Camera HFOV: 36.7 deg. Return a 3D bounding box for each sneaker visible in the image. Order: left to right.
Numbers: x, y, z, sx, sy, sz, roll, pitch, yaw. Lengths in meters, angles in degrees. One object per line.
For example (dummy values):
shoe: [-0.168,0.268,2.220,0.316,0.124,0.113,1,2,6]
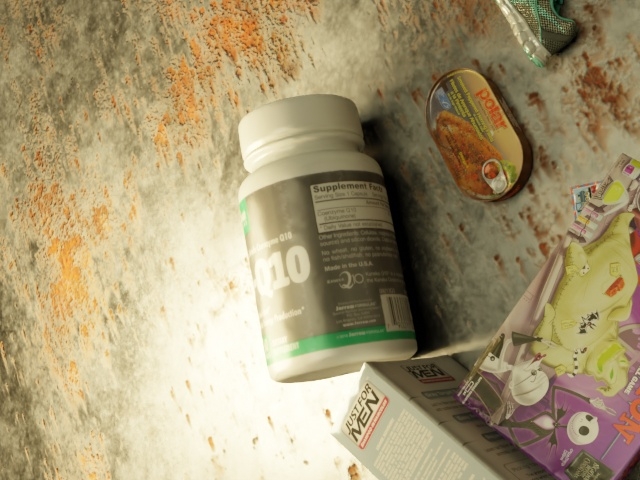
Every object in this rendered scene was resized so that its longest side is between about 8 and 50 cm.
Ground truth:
sneaker: [0.267,-0.300,1.218,0.076,0.065,0.167,-31,70,16]

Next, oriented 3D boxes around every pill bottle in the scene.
pill bottle: [0.000,0.000,1.316,0.204,0.204,0.361,-21,74,37]

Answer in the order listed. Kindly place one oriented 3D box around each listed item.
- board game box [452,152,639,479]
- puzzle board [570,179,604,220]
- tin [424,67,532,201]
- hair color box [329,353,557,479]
board game box: [0.327,0.096,1.078,0.208,0.056,0.347,35,94,29]
puzzle board: [0.350,-0.011,1.149,0.096,0.011,0.128,-13,79,39]
tin: [0.206,-0.138,1.263,0.106,0.040,0.190,-39,63,35]
hair color box: [0.209,0.287,1.133,0.374,0.185,0.114,38,111,35]
